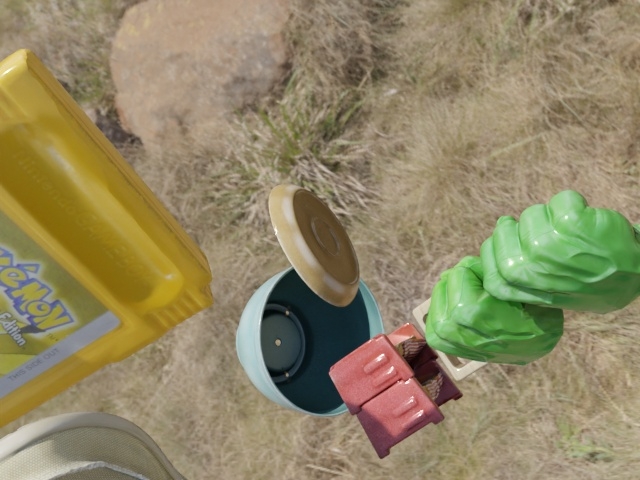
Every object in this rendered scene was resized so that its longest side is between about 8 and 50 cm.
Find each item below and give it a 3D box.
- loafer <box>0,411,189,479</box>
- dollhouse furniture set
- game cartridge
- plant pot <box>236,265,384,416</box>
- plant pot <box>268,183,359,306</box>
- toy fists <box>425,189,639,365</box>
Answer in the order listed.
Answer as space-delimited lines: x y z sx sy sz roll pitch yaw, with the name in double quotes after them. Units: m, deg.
-0.128 0.203 0.466 0.102 0.268 0.092 -40 49 -4 "loafer"
0.216 0.153 1.030 0.374 0.201 0.152 -38 77 17 "dollhouse furniture set"
-0.292 0.035 0.594 0.324 0.285 0.052 -30 38 6 "game cartridge"
-0.046 0.197 1.334 0.196 0.293 0.292 -18 66 51 "plant pot"
0.000 0.000 1.145 0.032 0.236 0.236 -32 58 22 "plant pot"
0.210 0.048 0.714 0.279 0.142 0.096 126 147 -53 "toy fists"
